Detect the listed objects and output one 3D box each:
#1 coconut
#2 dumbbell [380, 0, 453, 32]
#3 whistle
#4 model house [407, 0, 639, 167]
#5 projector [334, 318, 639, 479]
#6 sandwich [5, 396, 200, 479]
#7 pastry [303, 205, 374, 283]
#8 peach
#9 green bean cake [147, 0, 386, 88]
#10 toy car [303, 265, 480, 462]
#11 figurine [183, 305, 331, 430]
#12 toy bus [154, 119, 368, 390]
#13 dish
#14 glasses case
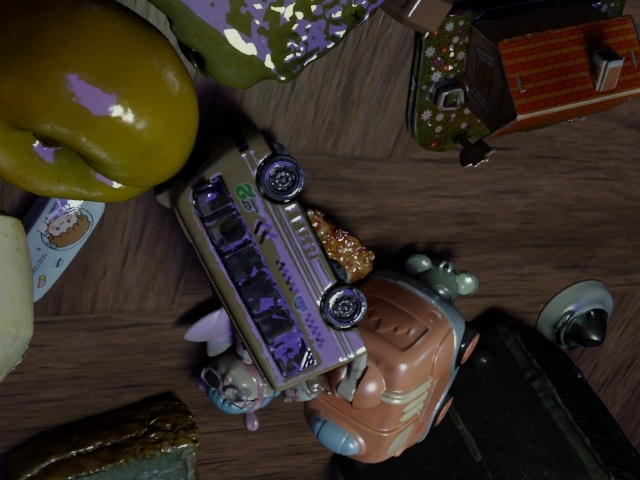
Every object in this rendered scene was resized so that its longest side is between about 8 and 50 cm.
[{"bbox_3d":[-0.396,0.044,1.033,0.241,0.241,0.241,-16,134,-17],"label":"coconut"},{"bbox_3d":[0.145,-0.332,1.097,0.231,0.092,0.082,-55,160,23],"label":"dumbbell"},{"bbox_3d":[0.136,0.112,1.503,0.114,0.077,0.235,19,127,-8],"label":"whistle"},{"bbox_3d":[0.272,-0.179,1.257,0.294,0.154,0.207,-14,132,-20],"label":"model house"},{"bbox_3d":[0.271,0.388,1.585,0.405,0.395,0.242,-44,134,18],"label":"projector"},{"bbox_3d":[-0.291,0.372,1.470,0.271,0.099,0.301,-18,136,-15],"label":"sandwich"},{"bbox_3d":[-0.002,0.002,1.333,0.087,0.063,0.169,-42,132,11],"label":"pastry"},{"bbox_3d":[-0.232,-0.131,0.961,0.251,0.153,0.251,10,160,4],"label":"peach"},{"bbox_3d":[-0.056,-0.330,0.919,0.310,0.202,0.285,-35,125,1],"label":"green bean cake"},{"bbox_3d":[0.075,0.183,1.393,0.212,0.180,0.270,-38,151,-47],"label":"toy car"},{"bbox_3d":[-0.063,0.138,1.352,0.103,0.205,0.260,-43,160,-55],"label":"figurine"},{"bbox_3d":[-0.063,0.016,1.179,0.157,0.139,0.289,-27,107,-3],"label":"toy bus"},{"bbox_3d":[0.434,0.142,1.693,0.141,0.078,0.141,-16,134,-17],"label":"dish"},{"bbox_3d":[-0.309,0.002,1.163,0.067,0.045,0.178,22,115,-42],"label":"glasses case"}]
